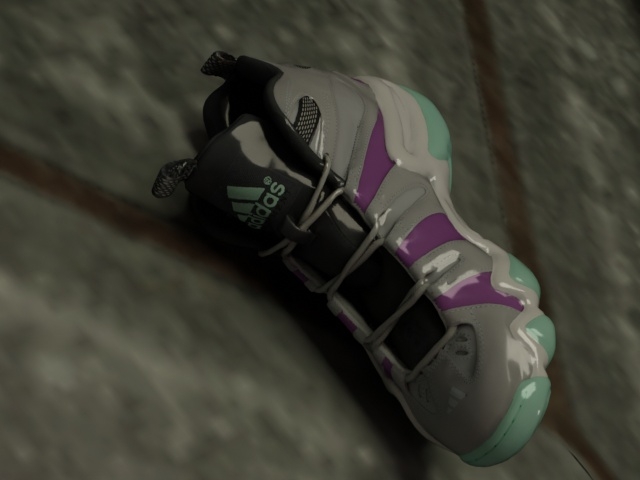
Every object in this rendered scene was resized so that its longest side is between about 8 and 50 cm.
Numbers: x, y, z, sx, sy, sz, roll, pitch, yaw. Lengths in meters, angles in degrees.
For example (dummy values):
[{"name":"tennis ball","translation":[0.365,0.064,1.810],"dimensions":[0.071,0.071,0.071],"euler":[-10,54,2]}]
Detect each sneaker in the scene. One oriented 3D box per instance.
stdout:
[{"name":"sneaker","translation":[0.000,0.000,0.355],"dimensions":[0.069,0.038,0.098],"euler":[16,32,-35]}]
